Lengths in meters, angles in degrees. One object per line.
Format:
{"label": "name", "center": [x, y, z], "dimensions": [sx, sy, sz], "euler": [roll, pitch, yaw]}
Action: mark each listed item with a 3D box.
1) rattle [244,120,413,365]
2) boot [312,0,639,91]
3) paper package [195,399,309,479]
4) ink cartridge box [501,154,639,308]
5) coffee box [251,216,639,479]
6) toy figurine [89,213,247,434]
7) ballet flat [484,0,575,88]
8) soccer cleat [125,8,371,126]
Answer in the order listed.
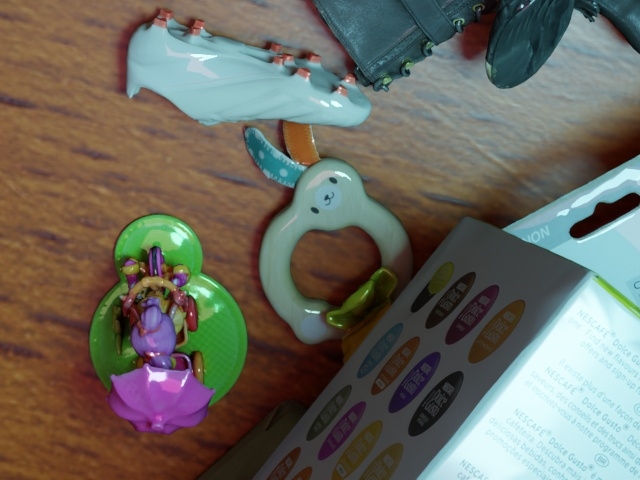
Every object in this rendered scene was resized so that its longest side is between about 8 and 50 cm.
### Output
{"label": "rattle", "center": [0.000, 0.000, 1.505], "dimensions": [0.130, 0.143, 0.199], "euler": [-5, 111, 17]}
{"label": "boot", "center": [0.123, -0.190, 1.497], "dimensions": [0.229, 0.091, 0.263], "euler": [-37, 108, 16]}
{"label": "paper package", "center": [-0.013, 0.350, 1.574], "dimensions": [0.309, 0.168, 0.325], "euler": [-44, 103, 7]}
{"label": "ink cartridge box", "center": [0.262, 0.055, 1.533], "dimensions": [0.309, 0.130, 0.272], "euler": [-28, 104, 4]}
{"label": "coffee box", "center": [0.157, 0.224, 1.308], "dimensions": [0.338, 0.337, 0.334], "euler": [39, 90, -11]}
{"label": "toy figurine", "center": [-0.122, 0.080, 1.504], "dimensions": [0.130, 0.159, 0.173], "euler": [-5, 104, -2]}
{"label": "ballet flat", "center": [0.160, -0.193, 1.431], "dimensions": [0.057, 0.049, 0.173], "euler": [2, 120, -29]}
{"label": "soccer cleat", "center": [-0.057, -0.118, 1.506], "dimensions": [0.196, 0.068, 0.076], "euler": [19, 111, 4]}
